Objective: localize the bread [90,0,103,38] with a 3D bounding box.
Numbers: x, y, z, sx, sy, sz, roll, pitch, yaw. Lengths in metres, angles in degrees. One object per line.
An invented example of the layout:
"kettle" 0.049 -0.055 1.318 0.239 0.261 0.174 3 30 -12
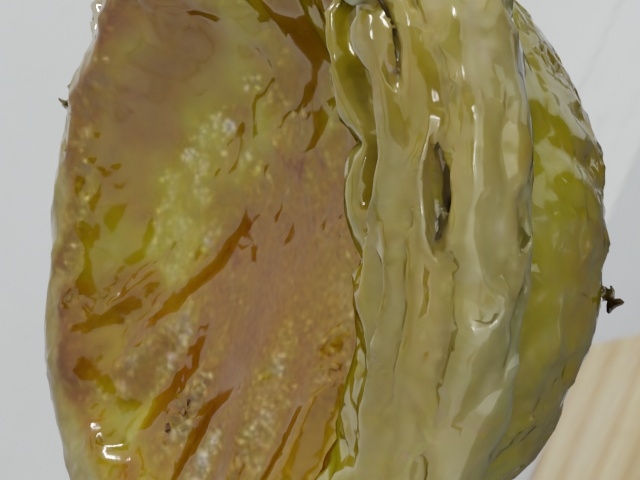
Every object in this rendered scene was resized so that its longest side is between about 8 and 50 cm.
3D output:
"bread" -0.007 -0.110 0.959 0.204 0.288 0.156 -50 38 31

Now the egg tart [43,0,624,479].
"egg tart" 0.000 0.000 0.653 0.388 0.169 0.388 -20 67 58
